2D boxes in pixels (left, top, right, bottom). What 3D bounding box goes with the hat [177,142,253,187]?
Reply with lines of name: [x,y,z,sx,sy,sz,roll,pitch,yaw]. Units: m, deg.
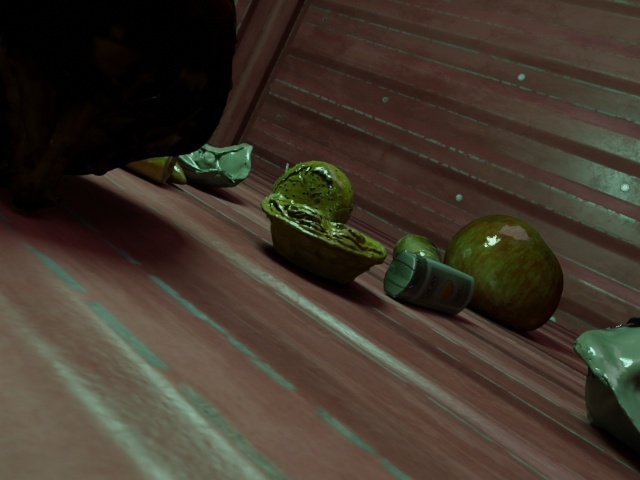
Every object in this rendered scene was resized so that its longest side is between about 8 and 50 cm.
hat: [-0.276,-0.162,1.238,0.214,0.149,0.245,12,-23,-35]

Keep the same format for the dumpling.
dumpling: [0.434,0.199,0.686,0.293,0.163,0.204,37,0,-11]

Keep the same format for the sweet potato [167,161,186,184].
sweet potato: [-0.314,-0.157,1.045,0.202,0.058,0.055,32,6,26]

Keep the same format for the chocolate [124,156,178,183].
chocolate: [-0.343,-0.169,0.944,0.220,0.085,0.085,23,6,-8]

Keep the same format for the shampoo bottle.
shampoo bottle: [0.202,0.080,1.040,0.056,0.086,0.227,29,6,42]

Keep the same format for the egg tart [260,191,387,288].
egg tart: [-0.002,0.001,0.850,0.213,0.090,0.212,28,6,-3]

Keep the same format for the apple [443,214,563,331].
apple: [0.468,0.074,1.443,0.309,0.250,0.277,25,5,-32]

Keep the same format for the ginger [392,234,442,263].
ginger: [0.225,0.042,1.350,0.117,0.109,0.263,24,5,3]

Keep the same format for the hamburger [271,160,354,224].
hamburger: [-0.022,-0.090,1.212,0.185,0.177,0.113,54,17,6]

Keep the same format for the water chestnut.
water chestnut: [-0.235,-0.175,0.547,0.335,0.335,0.346,20,51,-48]
